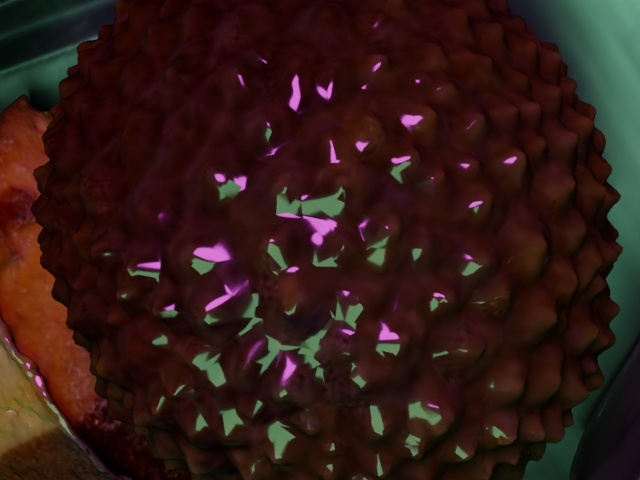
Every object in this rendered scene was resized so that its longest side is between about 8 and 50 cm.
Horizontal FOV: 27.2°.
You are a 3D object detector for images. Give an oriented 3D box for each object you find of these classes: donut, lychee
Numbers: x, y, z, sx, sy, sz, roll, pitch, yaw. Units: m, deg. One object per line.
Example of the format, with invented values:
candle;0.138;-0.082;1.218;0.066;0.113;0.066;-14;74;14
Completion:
donut;-0.117;0.088;0.702;0.112;0.151;0.295;-34;105;33
lychee;0.000;0.000;0.576;0.267;0.267;0.268;4;115;9

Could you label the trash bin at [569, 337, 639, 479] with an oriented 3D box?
trash bin;0.314;0.132;0.629;0.343;0.158;0.223;25;114;3
